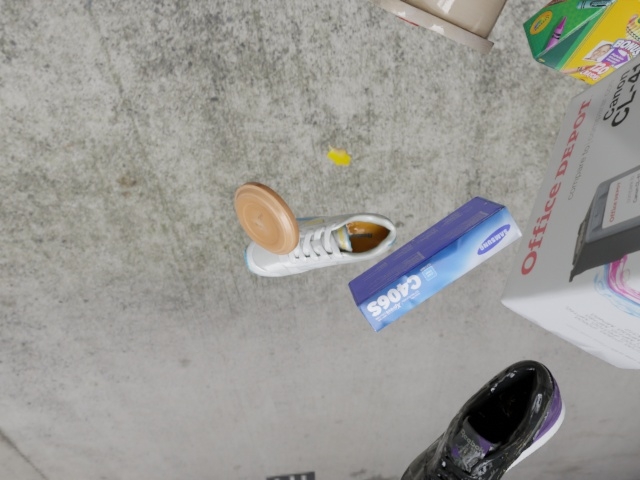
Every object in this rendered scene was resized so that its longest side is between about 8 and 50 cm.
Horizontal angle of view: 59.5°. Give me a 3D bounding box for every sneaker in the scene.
[{"bbox_3d":[0.000,0.000,0.830,0.229,0.087,0.092,-13,180,-9],"label":"sneaker"},{"bbox_3d":[0.154,0.244,0.624,0.283,0.107,0.124,-49,144,-6],"label":"sneaker"}]

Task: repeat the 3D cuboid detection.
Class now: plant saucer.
[{"bbox_3d":[-0.057,-0.020,0.565,0.083,0.013,0.083,27,139,27],"label":"plant saucer"}]

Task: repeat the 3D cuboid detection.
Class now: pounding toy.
[{"bbox_3d":[0.136,-0.302,0.593,0.154,0.269,0.154,5,121,-35],"label":"pounding toy"}]

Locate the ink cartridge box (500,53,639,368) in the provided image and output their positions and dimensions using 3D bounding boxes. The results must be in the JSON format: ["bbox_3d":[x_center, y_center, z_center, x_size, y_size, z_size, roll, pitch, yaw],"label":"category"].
[{"bbox_3d":[0.275,-0.043,0.349,0.131,0.226,0.306,28,163,-8],"label":"ink cartridge box"}]

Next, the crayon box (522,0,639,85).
[{"bbox_3d":[0.503,-0.350,0.951,0.279,0.081,0.165,6,155,-33],"label":"crayon box"}]

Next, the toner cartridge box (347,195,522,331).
[{"bbox_3d":[0.227,0.043,1.170,0.348,0.165,0.075,-34,103,4],"label":"toner cartridge box"}]
